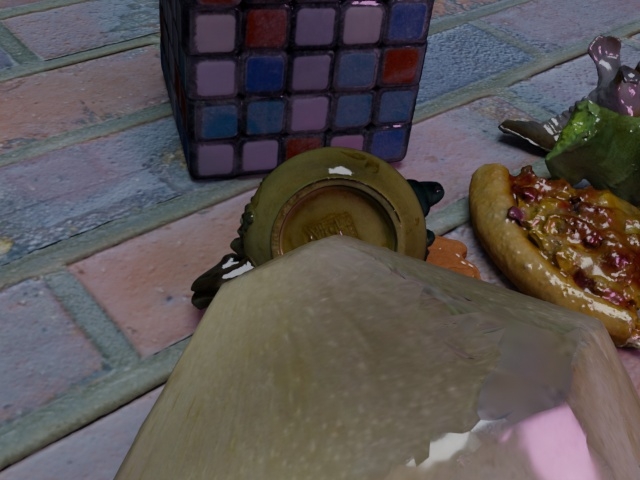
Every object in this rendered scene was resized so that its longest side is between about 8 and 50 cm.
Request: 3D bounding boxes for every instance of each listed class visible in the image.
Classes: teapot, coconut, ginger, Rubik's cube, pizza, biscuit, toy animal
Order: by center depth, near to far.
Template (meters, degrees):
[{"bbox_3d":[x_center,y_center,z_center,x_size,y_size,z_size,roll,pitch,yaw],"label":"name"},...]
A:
[{"bbox_3d":[0.034,0.163,0.436,0.352,0.353,0.352,4,40,-4],"label":"coconut"},{"bbox_3d":[0.000,0.000,0.751,0.269,0.173,0.182,-23,6,1],"label":"teapot"},{"bbox_3d":[0.124,0.038,0.810,0.102,0.019,0.130,0,41,-7],"label":"biscuit"},{"bbox_3d":[0.299,-0.007,0.842,0.228,0.081,0.289,-9,41,-19],"label":"pizza"},{"bbox_3d":[0.417,-0.082,0.923,0.290,0.089,0.137,8,80,-3],"label":"ginger"},{"bbox_3d":[-0.047,-0.277,0.951,0.287,0.292,0.293,-7,44,-15],"label":"Rubik's cube"},{"bbox_3d":[0.392,-0.163,1.007,0.272,0.160,0.197,-13,46,-12],"label":"toy animal"}]
